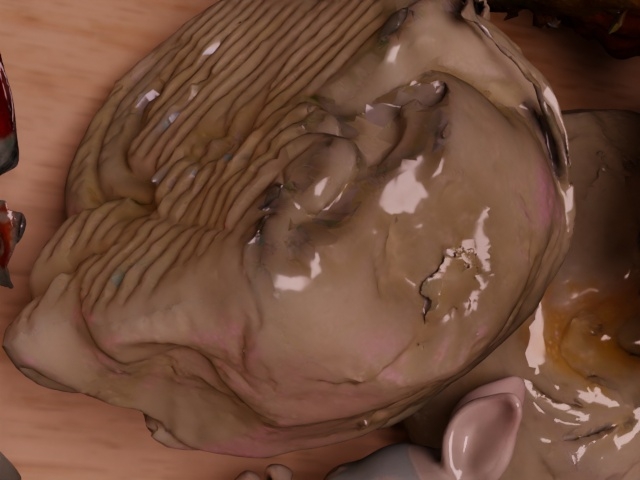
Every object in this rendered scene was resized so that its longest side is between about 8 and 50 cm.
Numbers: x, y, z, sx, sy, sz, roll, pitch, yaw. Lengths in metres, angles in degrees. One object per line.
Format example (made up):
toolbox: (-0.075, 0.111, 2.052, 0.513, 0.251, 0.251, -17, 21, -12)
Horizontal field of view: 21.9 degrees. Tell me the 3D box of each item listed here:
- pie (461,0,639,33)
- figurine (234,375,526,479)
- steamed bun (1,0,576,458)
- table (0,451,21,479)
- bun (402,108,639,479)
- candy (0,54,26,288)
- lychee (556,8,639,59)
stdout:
pie: (0.016, -0.221, 0.888, 0.355, 0.288, 0.103, 27, 77, -17)
figurine: (0.024, 0.175, 0.932, 0.155, 0.127, 0.235, 19, 99, 20)
steamed bun: (0.000, 0.000, 0.888, 0.207, 0.280, 0.268, 48, 47, -30)
table: (-0.268, 0.168, 0.831, 0.126, 0.126, 0.220, 44, 71, -14)
bun: (0.176, 0.052, 1.014, 0.287, 0.146, 0.287, 3, 82, -25)
candy: (-0.212, -0.113, 0.896, 0.059, 0.086, 0.292, -16, 91, -20)
lychee: (0.233, -0.258, 1.003, 0.255, 0.255, 0.300, 24, 121, -20)
